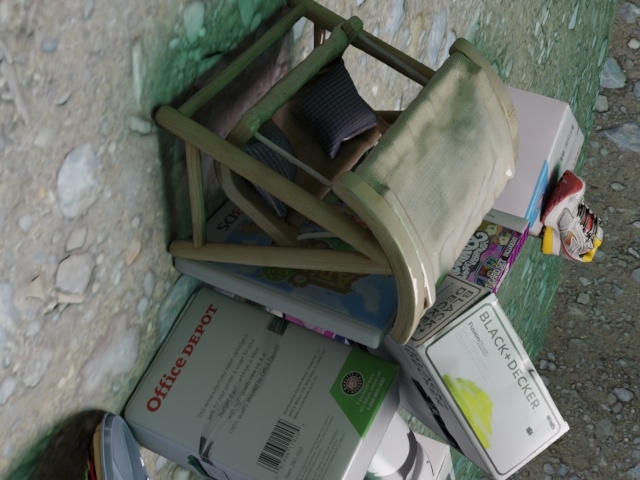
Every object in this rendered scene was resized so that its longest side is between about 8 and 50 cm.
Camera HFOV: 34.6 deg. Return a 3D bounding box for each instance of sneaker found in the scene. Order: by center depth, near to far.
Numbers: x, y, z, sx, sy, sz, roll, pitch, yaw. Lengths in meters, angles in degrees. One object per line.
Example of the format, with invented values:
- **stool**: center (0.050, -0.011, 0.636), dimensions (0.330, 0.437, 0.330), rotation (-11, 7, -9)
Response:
- **sneaker**: center (0.407, -0.036, 1.627), dimensions (0.088, 0.093, 0.225), rotation (-63, 159, -17)

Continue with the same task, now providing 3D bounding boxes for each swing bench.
- **swing bench**: center (0.029, -0.078, 0.938), dimensions (0.253, 0.255, 0.165), rotation (-52, 153, -43)

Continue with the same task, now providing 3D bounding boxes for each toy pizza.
- **toy pizza**: center (-0.172, 0.251, 0.908), dimensions (0.201, 0.032, 0.201), rotation (165, -90, -86)

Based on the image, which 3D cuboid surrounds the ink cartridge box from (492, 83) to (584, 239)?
- **ink cartridge box**: center (0.297, -0.131, 1.680), dimensions (0.198, 0.197, 0.270), rotation (-70, 160, 1)

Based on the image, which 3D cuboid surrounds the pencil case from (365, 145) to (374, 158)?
- **pencil case**: center (0.059, -0.055, 1.323), dimensions (0.151, 0.064, 0.070), rotation (-58, 173, -33)

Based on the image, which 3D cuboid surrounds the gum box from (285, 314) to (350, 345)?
- **gum box**: center (0.052, 0.111, 1.269), dimensions (0.062, 0.188, 0.107), rotation (-43, 147, -56)

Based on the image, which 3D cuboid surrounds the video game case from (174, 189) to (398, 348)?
- **video game case**: center (0.000, 0.000, 0.995), dimensions (0.193, 0.212, 0.023), rotation (-52, 154, -42)

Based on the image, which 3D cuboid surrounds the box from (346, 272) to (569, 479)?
- **box**: center (0.107, 0.107, 1.037), dimensions (0.087, 0.290, 0.169), rotation (-35, 110, -11)

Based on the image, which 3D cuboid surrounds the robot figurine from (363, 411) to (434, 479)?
- **robot figurine**: center (0.010, 0.229, 1.160), dimensions (0.278, 0.174, 0.209), rotation (52, 59, -17)

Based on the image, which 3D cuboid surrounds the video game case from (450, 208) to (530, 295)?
- **video game case**: center (0.154, 0.021, 1.429), dimensions (0.232, 0.210, 0.041), rotation (-53, 153, -40)

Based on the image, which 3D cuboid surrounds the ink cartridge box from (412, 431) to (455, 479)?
- **ink cartridge box**: center (0.154, 0.414, 1.861), dimensions (0.092, 0.159, 0.218), rotation (-63, 159, -23)

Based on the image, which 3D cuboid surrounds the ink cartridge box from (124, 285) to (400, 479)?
- **ink cartridge box**: center (-0.054, 0.163, 1.000), dimensions (0.160, 0.219, 0.092), rotation (-60, 161, -25)
